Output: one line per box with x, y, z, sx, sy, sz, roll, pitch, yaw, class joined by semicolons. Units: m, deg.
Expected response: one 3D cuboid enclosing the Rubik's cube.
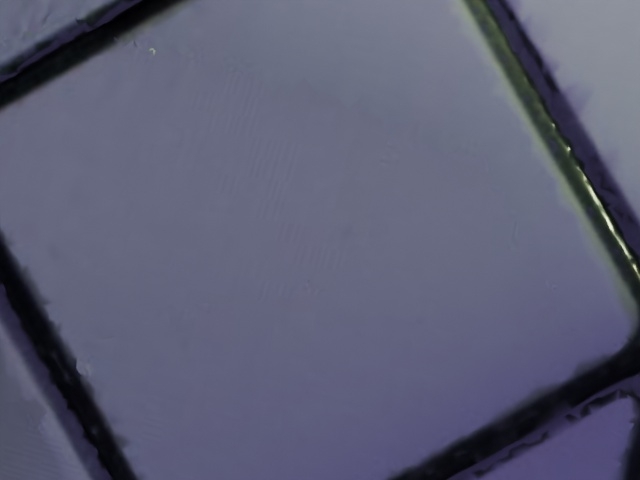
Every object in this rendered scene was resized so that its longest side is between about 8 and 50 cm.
0.000;0.000;0.565;0.207;0.205;0.205;16;90;5;Rubik's cube
